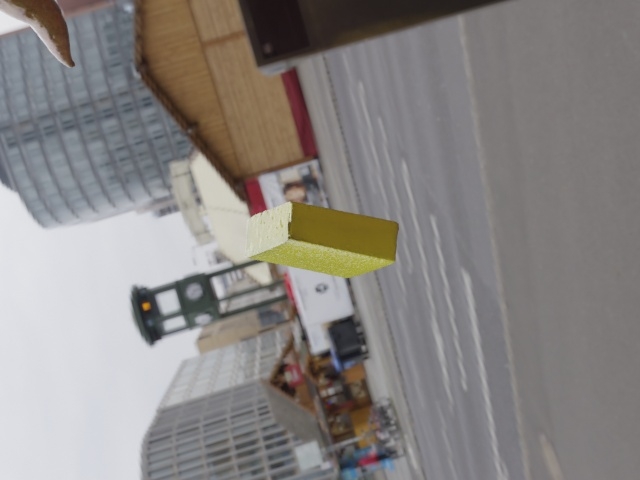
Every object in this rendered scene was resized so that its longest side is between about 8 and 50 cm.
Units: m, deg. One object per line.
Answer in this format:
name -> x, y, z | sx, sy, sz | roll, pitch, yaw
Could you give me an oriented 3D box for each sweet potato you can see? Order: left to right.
sweet potato -> -0.414, -0.327, 1.165 | 0.281, 0.067, 0.059 | 37, -173, -30

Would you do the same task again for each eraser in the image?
eraser -> 0.000, 0.000, 0.890 | 0.097, 0.122, 0.045 | -21, 61, 59
